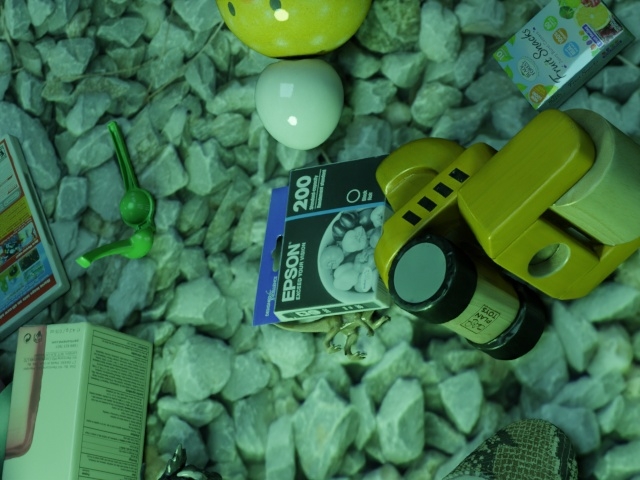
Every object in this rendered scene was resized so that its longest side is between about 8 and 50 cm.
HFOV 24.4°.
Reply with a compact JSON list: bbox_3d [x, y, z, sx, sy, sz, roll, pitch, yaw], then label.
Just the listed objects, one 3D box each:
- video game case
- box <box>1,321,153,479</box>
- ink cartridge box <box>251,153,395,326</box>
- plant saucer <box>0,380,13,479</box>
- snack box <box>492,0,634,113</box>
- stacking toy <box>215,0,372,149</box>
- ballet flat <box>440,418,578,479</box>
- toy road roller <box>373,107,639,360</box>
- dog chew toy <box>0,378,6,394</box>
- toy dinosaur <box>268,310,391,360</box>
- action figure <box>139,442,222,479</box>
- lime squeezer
[{"bbox_3d":[-0.496,0.007,2.229,0.204,0.025,0.285,-35,61,20],"label":"video game case"},{"bbox_3d":[-0.324,0.237,1.979,0.127,0.149,0.232,-5,72,31],"label":"box"},{"bbox_3d":[0.000,0.000,1.879,0.208,0.045,0.206,-10,60,31],"label":"ink cartridge box"},{"bbox_3d":[-0.419,0.282,2.020,0.037,0.195,0.195,18,88,13],"label":"plant saucer"},{"bbox_3d":[0.292,-0.233,1.780,0.141,0.037,0.100,-42,58,17],"label":"snack box"},{"bbox_3d":[-0.030,-0.357,1.905,0.351,0.351,0.479,-4,92,32],"label":"stacking toy"},{"bbox_3d":[0.118,0.408,1.635,0.164,0.182,0.482,35,97,35],"label":"ballet flat"},{"bbox_3d":[0.204,-0.044,1.695,0.329,0.202,0.240,-42,48,18],"label":"toy road roller"},{"bbox_3d":[-0.564,0.210,2.094,0.332,0.207,0.206,16,86,43],"label":"dog chew toy"},{"bbox_3d":[0.027,0.105,1.864,0.183,0.053,0.092,-25,49,20],"label":"toy dinosaur"},{"bbox_3d":[-0.158,0.359,1.853,0.276,0.141,0.164,19,100,33],"label":"action figure"},{"bbox_3d":[-0.279,-0.039,2.064,0.059,0.110,0.310,-46,25,33],"label":"lime squeezer"}]
